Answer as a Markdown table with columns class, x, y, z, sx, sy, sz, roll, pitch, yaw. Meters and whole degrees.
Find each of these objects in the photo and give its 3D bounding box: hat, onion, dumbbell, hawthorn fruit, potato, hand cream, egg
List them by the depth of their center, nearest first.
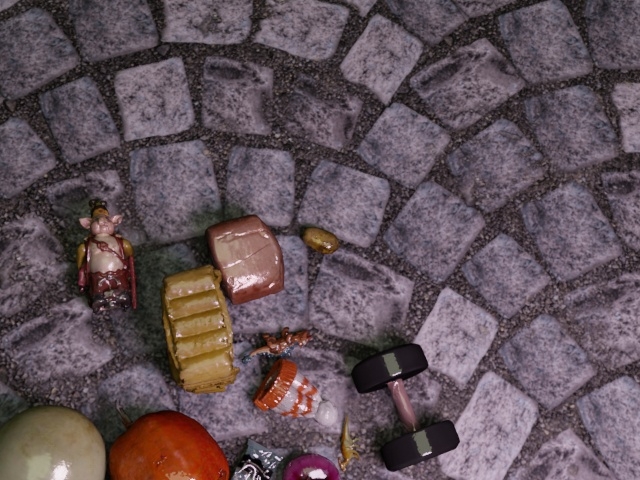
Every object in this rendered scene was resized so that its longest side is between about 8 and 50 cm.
| class | x | y | z | sx | sy | sz | roll | pitch | yaw |
| --- | --- | --- | --- | --- | --- | --- | --- | --- | --- |
| egg | -0.515 | 0.440 | 1.650 | 0.218 | 0.218 | 0.295 | 29 | 81 | 4 |
| hawthorn fruit | -0.301 | 0.406 | 1.696 | 0.211 | 0.211 | 0.299 | -41 | 69 | -16 |
| onion | -0.018 | 0.466 | 1.750 | 0.115 | 0.104 | 0.115 | -3 | 108 | -9 |
| hand cream | -0.168 | 0.506 | 1.757 | 0.075 | 0.052 | 0.248 | 39 | 65 | -16 |
| dumbbell | 0.165 | 0.325 | 1.786 | 0.152 | 0.152 | 0.218 | -18 | 74 | -11 |
| hat | -0.040 | 0.317 | 1.816 | 0.162 | 0.093 | 0.112 | 33 | 81 | -13 |
| potato | 0.000 | 0.000 | 1.936 | 0.083 | 0.040 | 0.051 | 24 | 48 | 8 |

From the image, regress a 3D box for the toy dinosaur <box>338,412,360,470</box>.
| class | x | y | z | sx | sy | sz | roll | pitch | yaw |
| --- | --- | --- | --- | --- | --- | --- | --- | --- | --- |
| toy dinosaur | 0.061 | 0.401 | 1.815 | 0.041 | 0.026 | 0.113 | 6 | 80 | 15 |

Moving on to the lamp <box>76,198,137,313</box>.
| class | x | y | z | sx | sy | sz | roll | pitch | yaw |
| --- | --- | --- | --- | --- | --- | --- | --- | --- | --- |
| lamp | -0.435 | 0.021 | 1.851 | 0.118 | 0.118 | 0.253 | -5 | 74 | -7 |

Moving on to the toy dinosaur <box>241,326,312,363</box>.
| class | x | y | z | sx | sy | sz | roll | pitch | yaw |
| --- | --- | --- | --- | --- | --- | --- | --- | --- | --- |
| toy dinosaur | -0.089 | 0.214 | 1.851 | 0.154 | 0.049 | 0.055 | -20 | 115 | -12 |

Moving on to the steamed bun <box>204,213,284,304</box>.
| class | x | y | z | sx | sy | sz | roll | pitch | yaw |
| --- | --- | --- | --- | --- | --- | --- | --- | --- | --- |
| steamed bun | -0.153 | 0.038 | 1.880 | 0.145 | 0.106 | 0.175 | -19 | 88 | -17 |

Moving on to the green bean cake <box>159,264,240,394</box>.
| class | x | y | z | sx | sy | sz | roll | pitch | yaw |
| --- | --- | --- | --- | --- | --- | --- | --- | --- | --- |
| green bean cake | -0.235 | 0.177 | 1.761 | 0.131 | 0.224 | 0.230 | -11 | 77 | -9 |
